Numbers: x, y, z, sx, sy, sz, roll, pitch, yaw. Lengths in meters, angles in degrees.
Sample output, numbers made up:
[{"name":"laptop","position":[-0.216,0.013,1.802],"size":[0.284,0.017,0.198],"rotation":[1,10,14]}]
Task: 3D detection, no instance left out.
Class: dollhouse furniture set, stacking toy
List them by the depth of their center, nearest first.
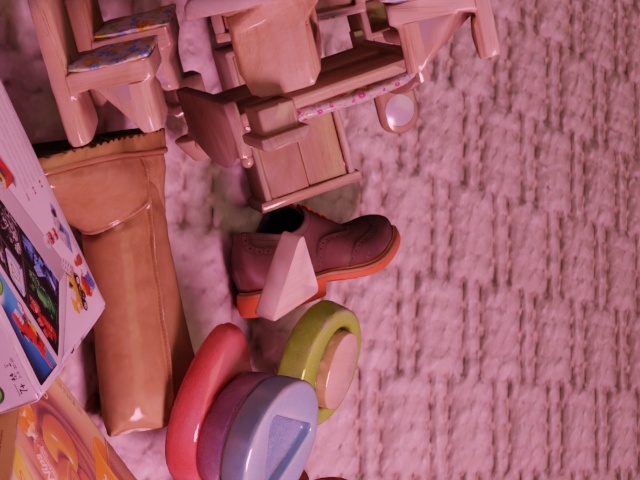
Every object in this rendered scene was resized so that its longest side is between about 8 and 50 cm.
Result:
[{"name":"dollhouse furniture set","position":[-0.055,-0.287,1.494],"size":[0.394,0.362,0.256],"rotation":[-87,164,-72]},{"name":"dollhouse furniture set","position":[0.035,-0.105,1.591],"size":[0.303,0.355,0.174],"rotation":[-21,108,-17]},{"name":"stacking toy","position":[-0.006,0.171,1.618],"size":[0.279,0.130,0.309],"rotation":[-62,153,-21]}]

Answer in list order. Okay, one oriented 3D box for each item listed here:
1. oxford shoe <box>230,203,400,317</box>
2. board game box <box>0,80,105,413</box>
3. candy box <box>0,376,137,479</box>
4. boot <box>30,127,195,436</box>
[{"name":"oxford shoe","position":[0.000,0.000,1.786],"size":[0.271,0.097,0.098],"rotation":[-26,103,-56]},{"name":"board game box","position":[-0.268,-0.042,1.267],"size":[0.193,0.053,0.305],"rotation":[-66,135,-70]},{"name":"candy box","position":[-0.204,0.254,1.377],"size":[0.183,0.087,0.316],"rotation":[-94,160,-51]},{"name":"boot","position":[-0.188,0.042,1.481],"size":[0.236,0.089,0.269],"rotation":[-16,102,-57]}]
